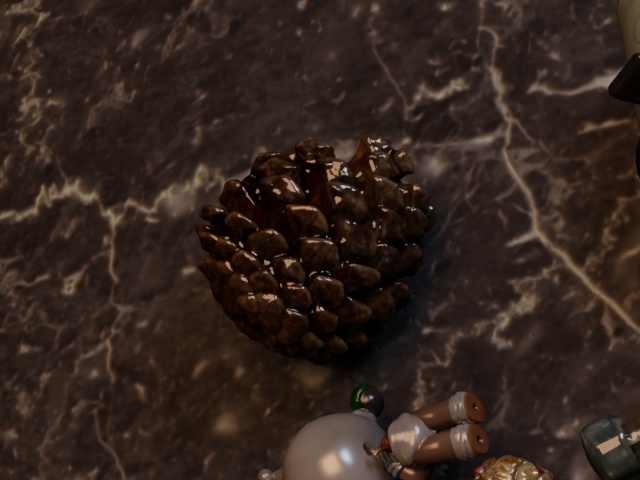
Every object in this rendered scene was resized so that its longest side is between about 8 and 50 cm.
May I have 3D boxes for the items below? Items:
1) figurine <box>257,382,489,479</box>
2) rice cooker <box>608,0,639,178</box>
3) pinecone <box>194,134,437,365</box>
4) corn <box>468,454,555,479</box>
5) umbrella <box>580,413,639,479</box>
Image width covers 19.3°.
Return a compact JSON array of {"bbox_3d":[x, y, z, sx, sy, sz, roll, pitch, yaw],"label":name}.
[{"bbox_3d":[0.048,0.179,1.526,0.197,0.093,0.147,-17,57,21],"label":"figurine"},{"bbox_3d":[0.349,-0.127,1.428,0.241,0.281,0.227,126,147,-51],"label":"rice cooker"},{"bbox_3d":[-0.002,0.000,1.588,0.179,0.184,0.204,32,75,18],"label":"pinecone"},{"bbox_3d":[0.115,0.279,1.458,0.079,0.079,0.237,15,78,33],"label":"corn"},{"bbox_3d":[0.359,0.091,1.403,0.349,0.094,0.143,-29,37,7],"label":"umbrella"}]
